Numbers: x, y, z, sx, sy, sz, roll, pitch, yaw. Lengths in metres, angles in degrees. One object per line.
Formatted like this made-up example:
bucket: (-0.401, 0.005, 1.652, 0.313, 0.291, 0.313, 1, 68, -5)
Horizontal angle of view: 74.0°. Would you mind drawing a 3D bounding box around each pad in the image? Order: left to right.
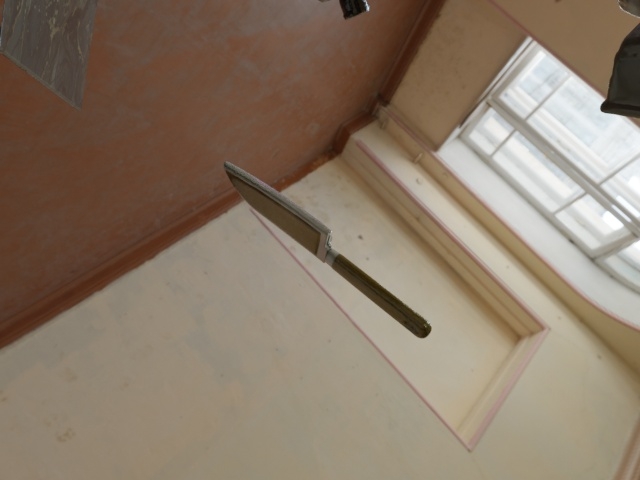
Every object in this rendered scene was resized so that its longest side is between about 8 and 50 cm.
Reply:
pad: (-0.261, -0.279, 0.444, 0.367, 0.007, 0.248, -157, -102, -66)

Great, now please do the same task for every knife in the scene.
knife: (0.001, -0.001, 0.399, 0.022, 0.256, 0.046, -43, 160, -28)

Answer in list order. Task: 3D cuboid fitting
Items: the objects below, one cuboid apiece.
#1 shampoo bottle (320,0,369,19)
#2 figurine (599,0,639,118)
shampoo bottle: (0.015, -0.447, 0.597, 0.079, 0.246, 0.080, -37, -151, -29)
figurine: (0.257, -0.195, 0.225, 0.166, 0.343, 0.285, -23, 126, -2)
